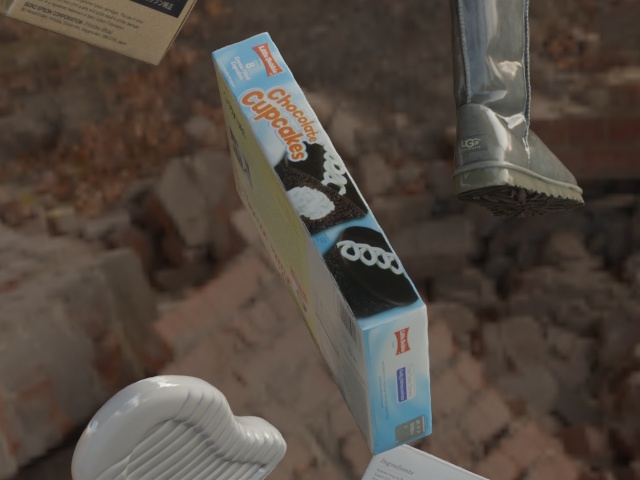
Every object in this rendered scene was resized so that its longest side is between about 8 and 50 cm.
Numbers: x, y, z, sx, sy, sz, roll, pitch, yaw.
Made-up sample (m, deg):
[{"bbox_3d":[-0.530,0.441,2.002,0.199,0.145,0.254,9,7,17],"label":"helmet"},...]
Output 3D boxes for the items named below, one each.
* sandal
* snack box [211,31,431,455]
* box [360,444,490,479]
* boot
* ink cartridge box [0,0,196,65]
[{"bbox_3d":[-0.160,0.203,1.790,0.169,0.416,0.102,-45,68,-1],"label":"sandal"},{"bbox_3d":[0.000,0.000,1.487,0.060,0.187,0.322,-21,54,-11],"label":"snack box"},{"bbox_3d":[0.130,0.322,1.892,0.182,0.181,0.119,20,66,19],"label":"box"},{"bbox_3d":[0.143,-0.128,1.350,0.076,0.208,0.190,-11,-13,21],"label":"boot"},{"bbox_3d":[-0.246,-0.261,1.529,0.235,0.088,0.193,41,17,31],"label":"ink cartridge box"}]
